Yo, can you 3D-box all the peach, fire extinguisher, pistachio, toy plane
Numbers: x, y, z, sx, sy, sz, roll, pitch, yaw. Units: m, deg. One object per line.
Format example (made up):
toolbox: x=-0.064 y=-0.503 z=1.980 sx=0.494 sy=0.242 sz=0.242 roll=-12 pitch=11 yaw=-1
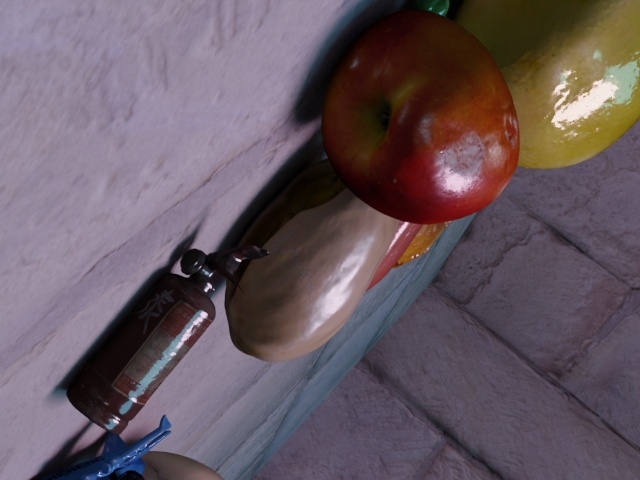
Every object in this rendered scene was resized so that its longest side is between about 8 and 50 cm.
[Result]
peach: x=0.310 y=-0.250 z=1.347 sx=0.315 sy=0.281 sz=0.314 roll=-51 pitch=173 yaw=-1
fire extinguisher: x=-0.151 y=0.097 z=1.078 sx=0.252 sy=0.106 sz=0.075 roll=-50 pitch=150 yaw=-4
peach: x=0.112 y=-0.134 z=1.121 sx=0.199 sy=0.243 sz=0.243 roll=-11 pitch=-165 yaw=34
pistachio: x=-0.006 y=0.031 z=1.257 sx=0.288 sy=0.166 sz=0.197 roll=-49 pitch=132 yaw=4
toy plane: x=-0.292 y=0.313 z=1.252 sx=0.254 sy=0.105 sz=0.271 roll=-40 pitch=179 yaw=25

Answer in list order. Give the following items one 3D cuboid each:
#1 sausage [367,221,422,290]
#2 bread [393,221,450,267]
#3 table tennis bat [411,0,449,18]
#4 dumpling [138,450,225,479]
sausage: x=0.056 y=-0.028 z=1.401 sx=0.279 sy=0.152 sz=0.152 roll=-55 pitch=169 yaw=10
bread: x=0.127 y=-0.053 z=1.575 sx=0.143 sy=0.139 sz=0.229 roll=17 pitch=102 yaw=-59
table tennis bat: x=0.114 y=-0.236 z=1.264 sx=0.160 sy=0.039 sz=0.257 roll=-51 pitch=174 yaw=-17
dumpling: x=-0.235 y=0.466 z=1.463 sx=0.395 sy=0.233 sz=0.315 roll=-13 pitch=-121 yaw=57
